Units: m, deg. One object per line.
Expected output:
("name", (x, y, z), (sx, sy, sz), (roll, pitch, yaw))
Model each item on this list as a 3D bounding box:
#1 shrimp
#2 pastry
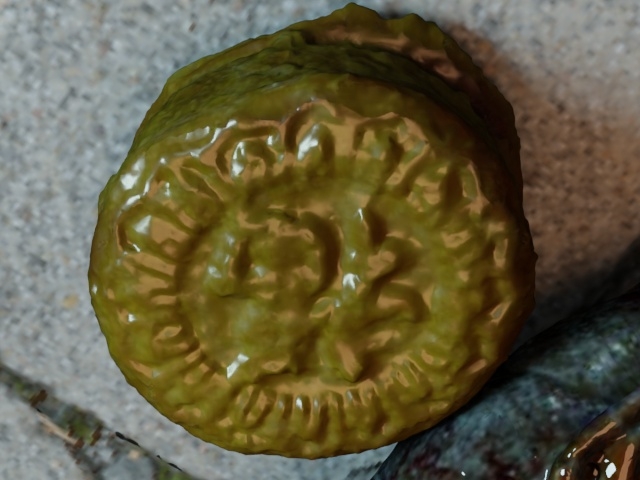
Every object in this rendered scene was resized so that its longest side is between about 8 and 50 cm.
("shrimp", (0.127, 0.100, 0.749), (0.372, 0.172, 0.137), (-29, 92, 0))
("pastry", (0.000, 0.000, 0.699), (0.188, 0.103, 0.189), (-1, 118, -1))
